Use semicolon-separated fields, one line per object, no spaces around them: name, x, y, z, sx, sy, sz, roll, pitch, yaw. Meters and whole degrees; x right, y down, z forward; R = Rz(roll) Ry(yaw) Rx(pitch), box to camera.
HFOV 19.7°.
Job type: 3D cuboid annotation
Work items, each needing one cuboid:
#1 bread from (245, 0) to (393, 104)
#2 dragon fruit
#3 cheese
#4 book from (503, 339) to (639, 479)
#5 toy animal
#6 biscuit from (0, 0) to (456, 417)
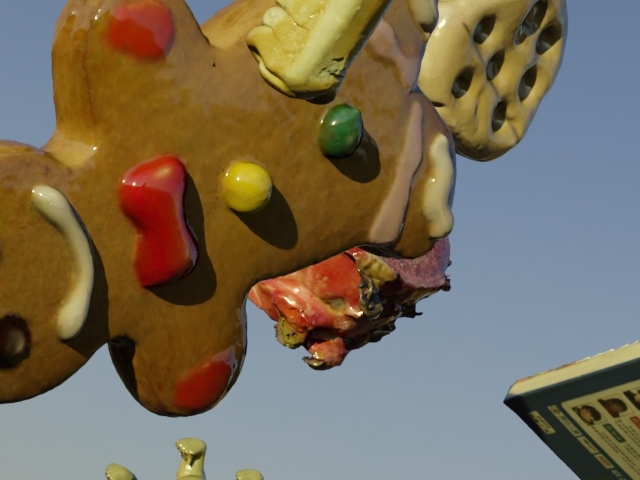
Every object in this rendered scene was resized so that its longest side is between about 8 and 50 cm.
bread;0.005;-0.100;0.788;0.049;0.088;0.033;40;19;26
dragon fruit;0.000;0.000;1.590;0.147;0.282;0.211;-35;-64;26
cheese;0.161;-0.193;1.928;0.235;0.218;0.117;-6;24;-45
book;0.424;0.228;2.039;0.300;0.039;0.428;45;-31;-12
toy animal;-0.175;0.302;2.073;0.103;0.101;0.218;38;31;26
biscuit;-0.069;-0.028;1.091;0.432;0.283;0.064;-26;29;-36
